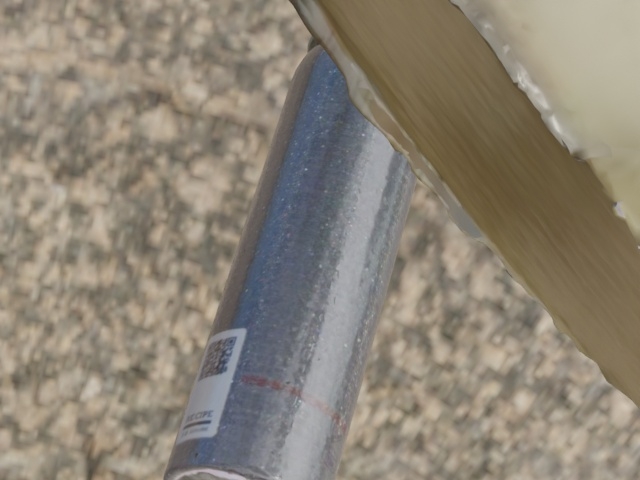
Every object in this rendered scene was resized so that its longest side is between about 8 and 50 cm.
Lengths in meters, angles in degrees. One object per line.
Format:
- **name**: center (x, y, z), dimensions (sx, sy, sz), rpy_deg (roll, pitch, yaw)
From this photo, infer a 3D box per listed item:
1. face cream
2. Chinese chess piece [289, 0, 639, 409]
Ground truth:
- **face cream**: center (0.000, 0.000, 0.870), dimensions (0.073, 0.073, 0.283), rpy_deg (18, 60, -3)
- **Chinese chess piece**: center (0.064, -0.061, 0.465), dimensions (0.103, 0.250, 0.250), rpy_deg (-35, 70, -2)
